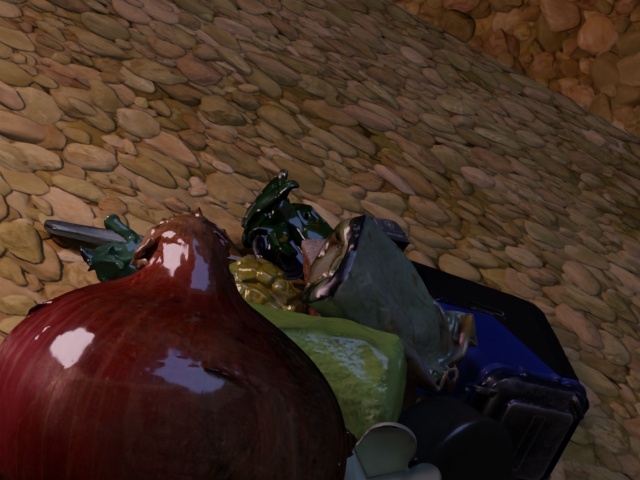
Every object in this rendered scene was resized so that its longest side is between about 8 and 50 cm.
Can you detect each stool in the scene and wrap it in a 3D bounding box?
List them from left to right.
[{"bbox_3d":[0.130,0.263,1.805,0.139,0.153,0.228,29,-25,45],"label":"stool"}]

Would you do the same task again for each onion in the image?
[{"bbox_3d":[-0.141,0.178,1.487,0.354,0.353,0.353,24,24,-11],"label":"onion"}]

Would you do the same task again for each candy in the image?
[{"bbox_3d":[-0.078,0.129,1.727,0.344,0.132,0.142,11,-5,9],"label":"candy"}]

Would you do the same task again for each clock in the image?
[{"bbox_3d":[0.234,0.129,2.277,0.279,0.049,0.273,19,26,-21],"label":"clock"}]

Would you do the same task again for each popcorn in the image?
[{"bbox_3d":[-0.076,0.085,1.917,0.141,0.135,0.162,19,29,20],"label":"popcorn"}]

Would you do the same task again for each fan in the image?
[{"bbox_3d":[-0.207,0.010,2.007,0.282,0.023,0.057,12,6,-15],"label":"fan"}]

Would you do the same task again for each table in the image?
[{"bbox_3d":[0.041,0.302,1.599,0.166,0.166,0.198,24,32,-11],"label":"table"}]

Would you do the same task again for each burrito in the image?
[{"bbox_3d":[0.081,0.084,1.833,0.229,0.089,0.144,45,47,-25],"label":"burrito"}]

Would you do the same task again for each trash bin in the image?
[{"bbox_3d":[0.194,0.185,1.997,0.184,0.162,0.234,15,22,-29],"label":"trash bin"}]

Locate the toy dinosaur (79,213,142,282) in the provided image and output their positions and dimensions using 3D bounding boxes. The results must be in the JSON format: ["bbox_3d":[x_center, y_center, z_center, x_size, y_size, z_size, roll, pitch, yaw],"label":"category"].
[{"bbox_3d":[-0.200,0.039,1.949,0.120,0.079,0.292,45,15,21],"label":"toy dinosaur"}]

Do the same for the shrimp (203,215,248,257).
[{"bbox_3d":[-0.114,0.016,2.124,0.095,0.045,0.162,8,29,-40],"label":"shrimp"}]

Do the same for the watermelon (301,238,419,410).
[{"bbox_3d":[0.023,0.113,1.881,0.094,0.241,0.154,-10,2,35],"label":"watermelon"}]

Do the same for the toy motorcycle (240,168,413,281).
[{"bbox_3d":[0.000,0.000,2.193,0.275,0.125,0.187,13,39,-39],"label":"toy motorcycle"}]
